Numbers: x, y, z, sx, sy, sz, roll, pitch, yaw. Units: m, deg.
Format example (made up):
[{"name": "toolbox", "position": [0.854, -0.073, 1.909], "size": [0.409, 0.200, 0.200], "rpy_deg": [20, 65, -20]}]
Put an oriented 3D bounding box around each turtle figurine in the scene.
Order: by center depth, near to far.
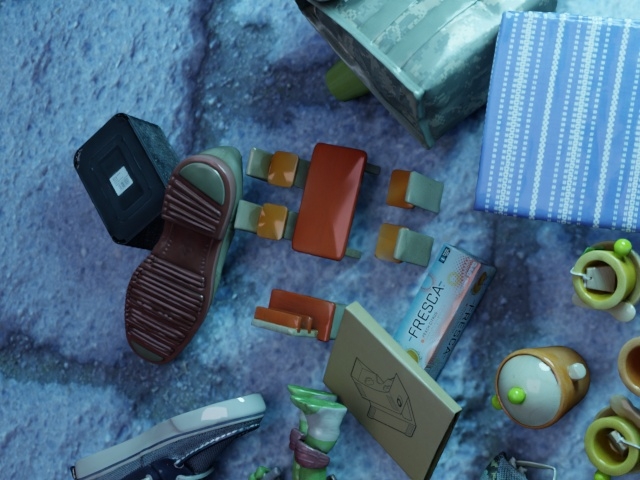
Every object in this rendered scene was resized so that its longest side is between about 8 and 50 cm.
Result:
[{"name": "turtle figurine", "position": [-0.070, 0.322, 1.535], "size": [0.275, 0.198, 0.266], "rpy_deg": [13, 91, 26]}]

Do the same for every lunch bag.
[{"name": "lunch bag", "position": [0.127, -0.305, 1.505], "size": [0.235, 0.169, 0.287], "rpy_deg": [-38, 63, -7]}]

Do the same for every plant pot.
[{"name": "plant pot", "position": [0.051, -0.230, 1.624], "size": [0.079, 0.083, 0.083], "rpy_deg": [-27, 70, 36]}]

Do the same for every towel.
[{"name": "towel", "position": [0.356, -0.130, 1.346], "size": [0.336, 0.040, 0.243], "rpy_deg": [8, 92, 13]}]

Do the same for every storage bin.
[{"name": "storage bin", "position": [-0.275, -0.087, 1.777], "size": [0.122, 0.084, 0.180], "rpy_deg": [-39, 65, 19]}]

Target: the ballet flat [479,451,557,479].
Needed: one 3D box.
[{"name": "ballet flat", "position": [0.281, 0.307, 1.419], "size": [0.188, 0.070, 0.070], "rpy_deg": [23, 94, 27]}]

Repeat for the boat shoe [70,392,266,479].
[{"name": "boat shoe", "position": [-0.194, 0.334, 1.659], "size": [0.341, 0.127, 0.158], "rpy_deg": [-27, 77, 32]}]

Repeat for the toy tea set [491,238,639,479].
[{"name": "toy tea set", "position": [0.323, 0.118, 1.340], "size": [0.200, 0.124, 0.336], "rpy_deg": [35, 119, 31]}]

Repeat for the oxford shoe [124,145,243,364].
[{"name": "oxford shoe", "position": [-0.180, 0.024, 1.700], "size": [0.123, 0.130, 0.348], "rpy_deg": [29, 116, 7]}]

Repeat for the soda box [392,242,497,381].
[{"name": "soda box", "position": [0.151, 0.098, 1.524], "size": [0.063, 0.058, 0.183], "rpy_deg": [32, 98, 30]}]

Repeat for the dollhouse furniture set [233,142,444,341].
[{"name": "dollhouse furniture set", "position": [0.000, 0.000, 1.578], "size": [0.262, 0.135, 0.259], "rpy_deg": [11, 88, 30]}]

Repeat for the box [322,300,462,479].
[{"name": "box", "position": [0.086, 0.196, 1.514], "size": [0.201, 0.021, 0.164], "rpy_deg": [46, 142, 27]}]
